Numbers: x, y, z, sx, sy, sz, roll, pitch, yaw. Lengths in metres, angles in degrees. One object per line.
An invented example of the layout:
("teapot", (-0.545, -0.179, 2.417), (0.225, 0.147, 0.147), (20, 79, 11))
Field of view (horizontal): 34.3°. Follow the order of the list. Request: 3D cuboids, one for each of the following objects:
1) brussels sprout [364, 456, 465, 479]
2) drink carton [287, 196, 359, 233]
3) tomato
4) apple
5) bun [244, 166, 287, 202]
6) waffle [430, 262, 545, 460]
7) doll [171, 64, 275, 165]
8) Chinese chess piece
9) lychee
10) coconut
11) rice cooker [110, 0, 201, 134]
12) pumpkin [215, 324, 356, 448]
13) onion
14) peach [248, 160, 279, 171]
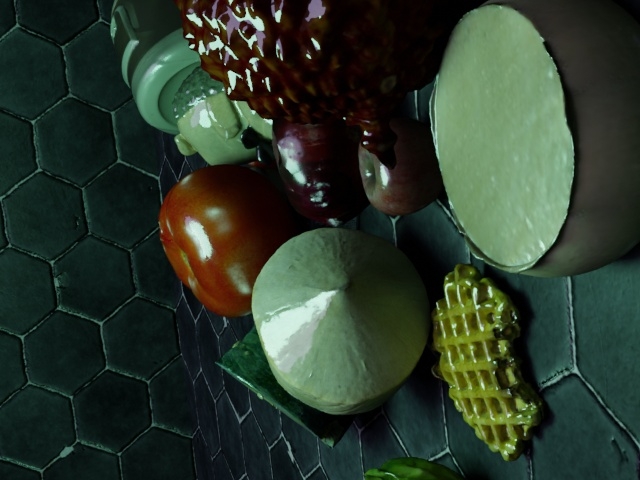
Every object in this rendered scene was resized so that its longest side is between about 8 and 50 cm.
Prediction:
("brussels sprout", (0.149, 0.470, 1.564), (0.294, 0.259, 0.227), (30, 145, 36))
("drink carton", (0.000, 0.001, 1.969), (0.134, 0.102, 0.222), (-134, 40, -53))
("tomato", (-0.154, 0.001, 1.904), (0.298, 0.226, 0.298), (47, 152, 35))
("apple", (0.125, -0.113, 1.573), (0.153, 0.120, 0.153), (167, 90, -74))
("bun", (-0.136, -0.065, 2.132), (0.263, 0.263, 0.175), (103, 170, -45))
("waffle", (0.236, 0.172, 1.499), (0.291, 0.051, 0.291), (169, 90, -71))
("doll", (-0.112, -0.252, 1.914), (0.350, 0.247, 0.247), (-27, 70, 33))
("Chinese chess piece", (0.256, -0.124, 1.202), (0.338, 0.141, 0.338), (173, 90, -69))
("lychee", (0.015, -0.331, 1.367), (0.424, 0.425, 0.499), (171, 84, -69))
("coconut", (0.033, 0.132, 1.670), (0.329, 0.329, 0.328), (171, 90, -69))
("rice cooker", (-0.265, -0.396, 2.180), (0.335, 0.335, 0.325), (112, 142, -54))
("pumpkin", (-0.026, 0.241, 1.947), (0.263, 0.197, 0.293), (35, 172, 18))
("onion", (0.031, -0.152, 1.701), (0.219, 0.252, 0.252), (-4, 90, 24))
("peach", (-0.116, -0.209, 2.154), (0.151, 0.118, 0.151), (47, 144, 50))
